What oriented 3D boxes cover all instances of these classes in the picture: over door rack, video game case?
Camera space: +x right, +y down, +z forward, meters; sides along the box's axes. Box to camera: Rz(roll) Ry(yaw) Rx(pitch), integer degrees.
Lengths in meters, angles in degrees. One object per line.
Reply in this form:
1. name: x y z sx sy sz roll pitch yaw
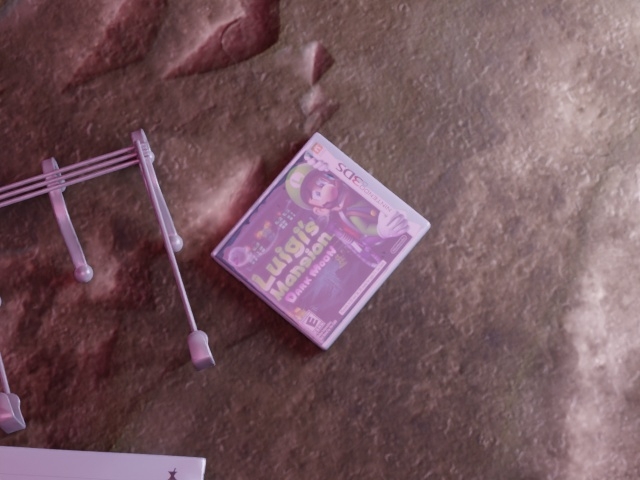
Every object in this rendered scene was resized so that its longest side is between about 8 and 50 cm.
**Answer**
1. over door rack: -0.265 0.051 1.841 0.239 0.108 0.324 -18 58 -2
2. video game case: 0.000 0.000 1.896 0.173 0.022 0.190 39 83 10

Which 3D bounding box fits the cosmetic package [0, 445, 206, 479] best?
1. cosmetic package: -0.313 0.362 1.730 0.377 0.097 0.284 5 67 -11
